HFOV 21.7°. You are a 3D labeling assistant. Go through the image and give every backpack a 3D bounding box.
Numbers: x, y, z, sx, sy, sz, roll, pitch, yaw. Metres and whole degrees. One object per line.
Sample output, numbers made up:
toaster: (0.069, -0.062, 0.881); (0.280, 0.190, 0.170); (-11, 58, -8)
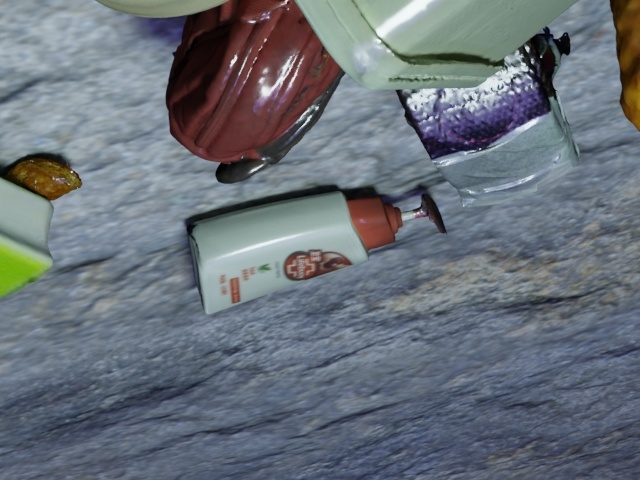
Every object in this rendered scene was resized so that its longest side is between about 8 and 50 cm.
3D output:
backpack: (-0.045, -0.161, 1.303); (0.139, 0.229, 0.229); (31, 137, -10)

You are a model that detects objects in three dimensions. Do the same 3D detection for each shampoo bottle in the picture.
shampoo bottle: (0.000, 0.000, 1.808); (0.284, 0.071, 0.153); (-13, 154, -4)

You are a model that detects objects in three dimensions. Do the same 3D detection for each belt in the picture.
belt: (0.152, -0.144, 1.507); (0.164, 0.184, 0.289); (-26, 157, 7)

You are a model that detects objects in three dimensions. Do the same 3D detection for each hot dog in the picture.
hot dog: (-0.269, -0.054, 1.594); (0.083, 0.035, 0.058); (-21, 154, 28)

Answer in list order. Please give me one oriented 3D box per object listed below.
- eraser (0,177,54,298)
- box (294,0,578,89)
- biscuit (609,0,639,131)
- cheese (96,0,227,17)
eraser: (-0.408, -0.012, 1.513); (0.210, 0.092, 0.274); (-27, 145, 27)
box: (0.156, -0.271, 1.131); (0.344, 0.177, 0.352); (-37, 173, 18)
biscuit: (0.355, -0.243, 1.265); (0.312, 0.318, 0.110); (-24, 137, 34)
cheese: (-0.159, -0.234, 1.212); (0.286, 0.163, 0.082); (-9, 179, 20)
